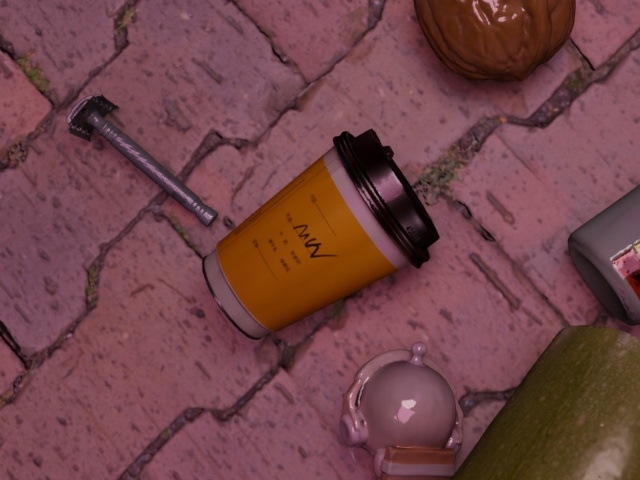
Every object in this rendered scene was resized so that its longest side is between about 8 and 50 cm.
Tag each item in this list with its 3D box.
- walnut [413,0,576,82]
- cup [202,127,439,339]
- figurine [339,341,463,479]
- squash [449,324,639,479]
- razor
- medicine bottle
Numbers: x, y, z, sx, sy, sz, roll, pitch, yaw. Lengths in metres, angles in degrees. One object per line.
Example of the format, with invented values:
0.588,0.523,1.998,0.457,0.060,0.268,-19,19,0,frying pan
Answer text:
0.218,-0.299,1.037,0.213,0.213,0.213,-1,83,8,walnut
0.000,0.000,1.035,0.280,0.196,0.196,-34,80,11,cup
0.101,0.245,1.023,0.163,0.141,0.236,5,80,-20,figurine
0.259,0.311,0.867,0.263,0.263,0.384,39,72,10,squash
-0.235,-0.104,1.133,0.232,0.106,0.068,40,90,-1,razor
0.427,-0.011,0.994,0.225,0.139,0.139,-36,80,2,medicine bottle
